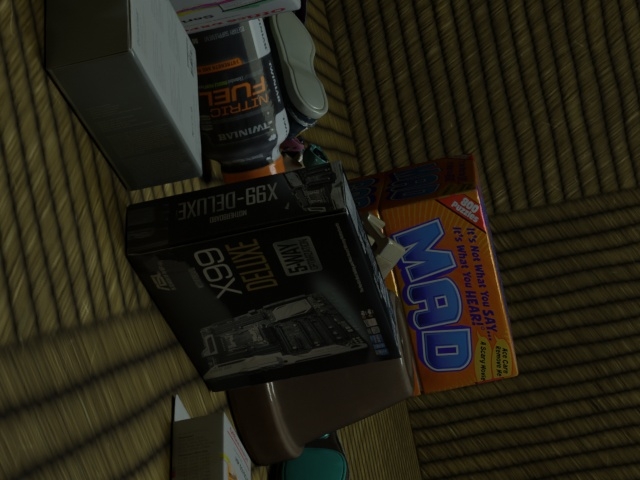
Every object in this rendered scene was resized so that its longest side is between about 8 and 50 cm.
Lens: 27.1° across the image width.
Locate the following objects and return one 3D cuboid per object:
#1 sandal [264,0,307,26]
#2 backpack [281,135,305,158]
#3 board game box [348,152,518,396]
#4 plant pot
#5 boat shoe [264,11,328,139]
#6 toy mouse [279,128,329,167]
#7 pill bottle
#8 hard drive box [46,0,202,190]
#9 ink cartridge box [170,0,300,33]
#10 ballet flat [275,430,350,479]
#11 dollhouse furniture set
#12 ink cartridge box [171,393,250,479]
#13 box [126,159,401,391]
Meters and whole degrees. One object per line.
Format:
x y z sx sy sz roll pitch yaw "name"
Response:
-0.070 -0.421 2.527 0.167 0.107 0.445 22 56 -80 "sandal"
-0.067 -0.112 2.137 0.084 0.105 0.114 -79 161 -67 "backpack"
0.158 0.070 2.529 0.356 0.356 0.356 -69 146 -75 "board game box"
0.005 0.164 1.820 0.263 0.229 0.263 -11 90 -82 "plant pot"
-0.051 -0.252 1.956 0.095 0.079 0.254 22 39 -39 "boat shoe"
-0.036 -0.139 1.970 0.161 0.031 0.143 25 22 -53 "toy mouse"
-0.118 -0.196 1.822 0.130 0.131 0.245 -77 154 -71 "pill bottle"
-0.202 -0.192 1.395 0.232 0.089 0.181 66 15 -57 "hard drive box"
-0.147 -0.333 1.572 0.278 0.201 0.117 11 68 -82 "ink cartridge box"
-0.012 0.329 1.931 0.316 0.108 0.106 -85 -179 -59 "ballet flat"
0.000 0.000 2.011 0.259 0.135 0.262 29 19 -47 "dollhouse furniture set"
-0.117 0.260 1.437 0.104 0.062 0.181 70 12 -47 "ink cartridge box"
-0.056 0.050 1.518 0.307 0.243 0.076 69 13 -52 "box"
